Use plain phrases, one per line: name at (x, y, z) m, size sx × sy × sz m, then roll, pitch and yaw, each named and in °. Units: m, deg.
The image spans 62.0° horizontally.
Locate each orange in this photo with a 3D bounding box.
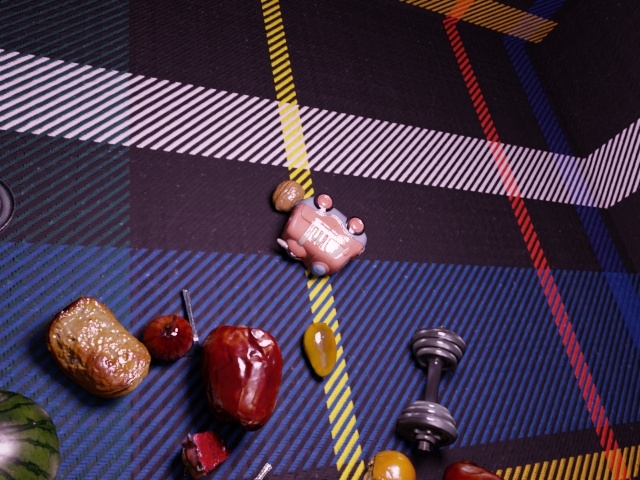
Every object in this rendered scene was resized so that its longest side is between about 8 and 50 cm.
orange at (0.180, 0.642, 1.428) m, size 0.134 × 0.154 × 0.155 m, roll 32°, pitch 51°, yaw -19°

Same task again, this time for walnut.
walnut at (-0.109, -0.147, 1.785) m, size 0.105 × 0.105 × 0.124 m, roll 46°, pitch 66°, yaw 3°
walnut at (-0.200, 0.355, 1.383) m, size 0.221 × 0.244 × 0.269 m, roll -5°, pitch 65°, yaw 13°

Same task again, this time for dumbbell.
dumbbell at (0.342, 0.441, 1.621) m, size 0.179 × 0.179 × 0.406 m, roll 28°, pitch 52°, yaw -11°

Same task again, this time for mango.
mango at (0.000, 0.323, 1.575) m, size 0.103 × 0.076 × 0.161 m, roll 5°, pitch 63°, yaw -31°

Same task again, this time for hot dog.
hot dog at (-0.537, 0.269, 1.299) m, size 0.259 × 0.114 × 0.175 m, roll 46°, pitch 47°, yaw 1°

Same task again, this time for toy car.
toy car at (0.000, 0.000, 1.712) m, size 0.270 × 0.180 × 0.212 m, roll 36°, pitch 63°, yaw -5°

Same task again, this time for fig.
fig at (-0.382, 0.248, 1.381) m, size 0.128 × 0.150 × 0.129 m, roll 36°, pitch 44°, yaw -45°

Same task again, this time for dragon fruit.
dragon fruit at (-0.297, 0.518, 1.288) m, size 0.102 × 0.096 × 0.147 m, roll 70°, pitch 14°, yaw 17°

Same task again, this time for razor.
razor at (-0.356, 0.220, 1.472) m, size 0.066 × 0.033 × 0.190 m, roll -3°, pitch 63°, yaw -29°

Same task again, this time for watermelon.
watermelon at (-0.693, 0.449, 1.066) m, size 0.330 × 0.189 × 0.331 m, roll 10°, pitch 63°, yaw -20°

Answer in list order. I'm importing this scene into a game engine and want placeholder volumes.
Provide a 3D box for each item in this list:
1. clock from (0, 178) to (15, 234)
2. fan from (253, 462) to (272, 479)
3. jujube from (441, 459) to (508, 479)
clock at (-0.900, -0.085, 1.358) m, size 0.214 × 0.042 × 0.215 m, roll 13°, pitch 56°, yaw -21°
fan at (-0.224, 0.663, 1.254) m, size 0.229 × 0.011 × 0.335 m, roll 33°, pitch 51°, yaw 13°
jujube at (0.395, 0.772, 1.407) m, size 0.258 × 0.258 × 0.377 m, roll 28°, pitch 54°, yaw -11°
